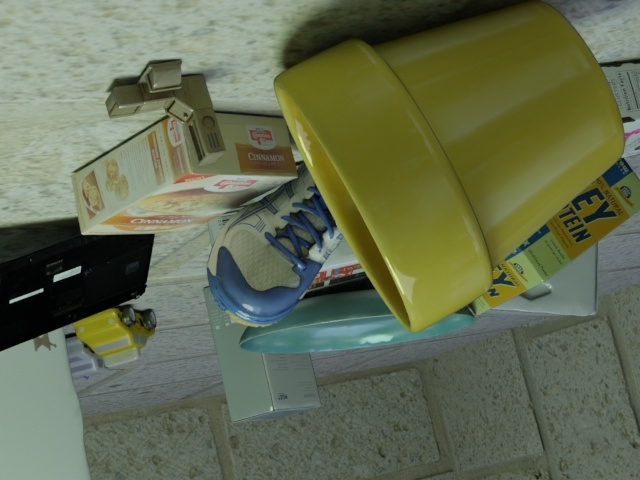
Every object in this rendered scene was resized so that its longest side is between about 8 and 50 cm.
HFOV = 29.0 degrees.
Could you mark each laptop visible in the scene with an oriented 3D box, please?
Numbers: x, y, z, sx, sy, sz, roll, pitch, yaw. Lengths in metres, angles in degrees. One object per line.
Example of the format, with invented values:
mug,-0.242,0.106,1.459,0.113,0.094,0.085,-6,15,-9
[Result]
laptop,-0.348,0.041,1.553,0.234,0.136,0.264,-23,150,-30

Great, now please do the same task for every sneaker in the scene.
sneaker,-0.010,-0.034,1.283,0.131,0.112,0.296,-45,-174,47

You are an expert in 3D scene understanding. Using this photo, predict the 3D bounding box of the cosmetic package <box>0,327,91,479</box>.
cosmetic package,-0.617,0.324,1.941,0.393,0.329,0.327,-23,164,38

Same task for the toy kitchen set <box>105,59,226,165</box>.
toy kitchen set,-0.128,-0.105,1.055,0.083,0.075,0.068,-12,168,-27

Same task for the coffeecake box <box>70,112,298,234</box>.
coffeecake box,-0.140,-0.065,1.257,0.142,0.068,0.185,-1,163,-46

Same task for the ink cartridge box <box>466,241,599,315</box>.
ink cartridge box,0.241,0.046,1.851,0.223,0.129,0.307,5,174,-20

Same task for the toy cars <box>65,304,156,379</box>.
toy cars,-0.391,0.197,2.195,0.176,0.087,0.393,-7,167,-29

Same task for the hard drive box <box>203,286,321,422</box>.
hard drive box,-0.097,0.185,2.108,0.089,0.232,0.181,-18,167,23

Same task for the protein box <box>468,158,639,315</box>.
protein box,0.270,-0.029,1.571,0.199,0.136,0.201,-34,176,-22

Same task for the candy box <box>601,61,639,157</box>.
candy box,0.368,-0.149,1.426,0.196,0.070,0.165,-10,168,-20

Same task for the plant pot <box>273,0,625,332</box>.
plant pot,0.120,-0.085,1.079,0.239,0.254,0.254,-29,169,-3

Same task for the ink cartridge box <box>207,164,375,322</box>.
ink cartridge box,0.000,0.000,1.570,0.271,0.130,0.309,-10,169,-4

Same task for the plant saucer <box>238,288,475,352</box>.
plant saucer,0.047,0.107,1.652,0.317,0.044,0.317,-6,169,-1
